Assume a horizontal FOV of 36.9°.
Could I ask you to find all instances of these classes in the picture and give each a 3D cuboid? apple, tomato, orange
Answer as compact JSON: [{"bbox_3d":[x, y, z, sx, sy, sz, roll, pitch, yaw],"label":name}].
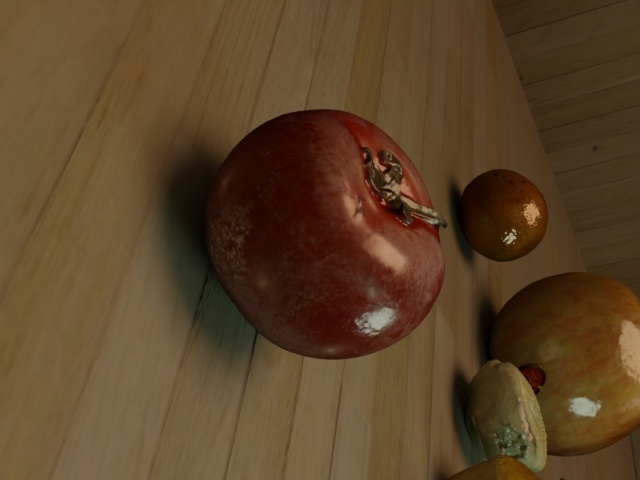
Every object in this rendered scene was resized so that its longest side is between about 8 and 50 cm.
[{"bbox_3d":[0.554,0.263,2.084,0.391,0.346,0.392,-16,90,-74],"label":"apple"},{"bbox_3d":[0.000,0.000,1.010,0.270,0.227,0.270,41,28,-28],"label":"tomato"},{"bbox_3d":[0.398,-0.057,2.096,0.206,0.206,0.206,-14,90,-69],"label":"orange"}]

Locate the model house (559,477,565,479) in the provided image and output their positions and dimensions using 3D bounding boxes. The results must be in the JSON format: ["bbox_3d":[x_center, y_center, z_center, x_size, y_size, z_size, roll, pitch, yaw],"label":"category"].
[{"bbox_3d":[0.511,0.579,2.016,0.183,0.172,0.166,56,30,-41],"label":"model house"}]

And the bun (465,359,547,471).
[{"bbox_3d":[0.337,0.330,1.785,0.220,0.134,0.220,57,22,-37],"label":"bun"}]

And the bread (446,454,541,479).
[{"bbox_3d":[0.295,0.448,1.541,0.197,0.170,0.197,46,30,-36],"label":"bread"}]
